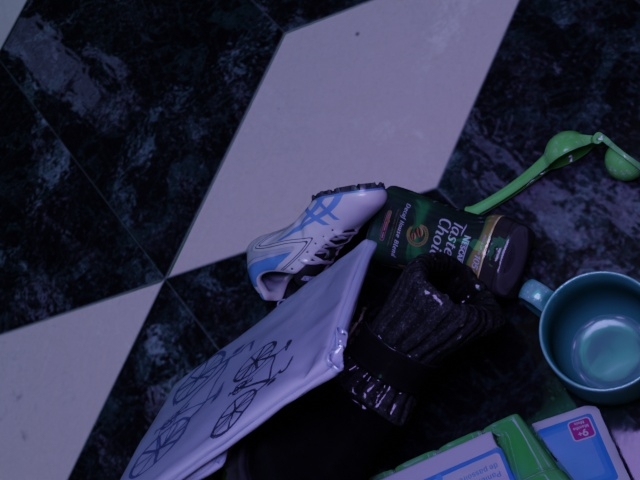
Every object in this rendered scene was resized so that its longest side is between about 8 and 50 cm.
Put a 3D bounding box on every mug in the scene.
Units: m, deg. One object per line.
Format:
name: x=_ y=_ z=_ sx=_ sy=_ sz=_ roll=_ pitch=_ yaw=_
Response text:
mug: x=0.299 y=0.097 z=1.247 sx=0.129 sy=0.097 sz=0.158 roll=-26 pitch=61 yaw=11

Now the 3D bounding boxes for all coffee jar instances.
coffee jar: x=0.150 y=0.004 z=1.353 sx=0.184 sy=0.079 sz=0.096 roll=16 pitch=88 yaw=26

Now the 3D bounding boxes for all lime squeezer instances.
lime squeezer: x=0.316 y=-0.072 z=1.334 sx=0.310 sy=0.059 sz=0.110 roll=3 pitch=70 yaw=22

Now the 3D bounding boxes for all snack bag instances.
snack bag: x=-0.076 y=0.150 z=1.244 sx=0.342 sy=0.323 sz=0.037 roll=-38 pitch=100 yaw=21

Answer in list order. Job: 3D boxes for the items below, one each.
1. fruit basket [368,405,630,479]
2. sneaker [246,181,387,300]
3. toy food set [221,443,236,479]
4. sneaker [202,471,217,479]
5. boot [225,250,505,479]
fruit basket: x=0.174 y=0.354 z=1.128 sx=0.327 sy=0.165 sz=0.353 roll=-25 pitch=43 yaw=11
sneaker: x=0.000 y=0.000 z=1.379 sx=0.237 sy=0.085 sz=0.086 roll=-34 pitch=68 yaw=43
toy food set: x=-0.068 y=0.295 z=1.307 sx=0.192 sy=0.038 sz=0.132 roll=57 pitch=140 yaw=29
sneaker: x=-0.154 y=0.273 z=1.381 sx=0.059 sy=0.053 sz=0.144 roll=-12 pitch=64 yaw=19
boot: x=0.052 y=0.154 z=1.177 sx=0.131 sy=0.348 sz=0.260 roll=45 pitch=112 yaw=-8
